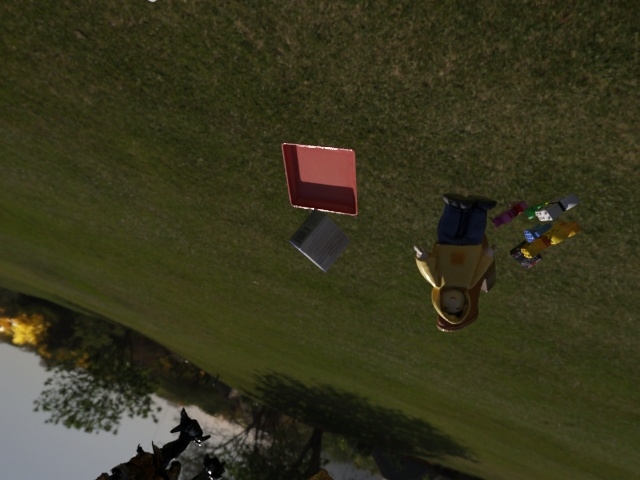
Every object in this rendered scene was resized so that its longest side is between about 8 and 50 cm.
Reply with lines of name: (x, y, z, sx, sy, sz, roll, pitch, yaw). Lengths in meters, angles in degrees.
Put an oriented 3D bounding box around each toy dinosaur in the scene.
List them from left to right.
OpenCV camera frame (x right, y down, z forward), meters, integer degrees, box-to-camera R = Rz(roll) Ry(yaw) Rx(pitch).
toy dinosaur: (-0.327, 0.485, 0.881, 0.164, 0.218, 0.322, 49, 164, 13)

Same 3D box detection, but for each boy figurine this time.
boy figurine: (0.284, 0.043, 0.916, 0.177, 0.285, 0.092, 5, -164, -7)

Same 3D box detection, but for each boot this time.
boot: (0.392, 0.094, 1.181, 0.109, 0.283, 0.220, 17, 138, 52)

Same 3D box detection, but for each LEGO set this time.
LEGO set: (0.403, -0.020, 0.813, 0.087, 0.093, 0.227, 55, -179, 0)

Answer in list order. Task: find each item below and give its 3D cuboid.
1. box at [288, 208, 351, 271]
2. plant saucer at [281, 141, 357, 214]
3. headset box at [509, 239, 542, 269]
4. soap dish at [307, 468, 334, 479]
box: (0.000, 0.000, 1.261, 0.137, 0.126, 0.072, 44, 172, -38)
plant saucer: (0.007, -0.220, 1.480, 0.259, 0.048, 0.259, 9, 131, 18)
headset box: (0.664, 0.049, 1.378, 0.083, 0.032, 0.062, 38, 125, -7)
soap dish: (-0.020, 0.727, 1.066, 0.229, 0.118, 0.291, 45, 111, -2)
